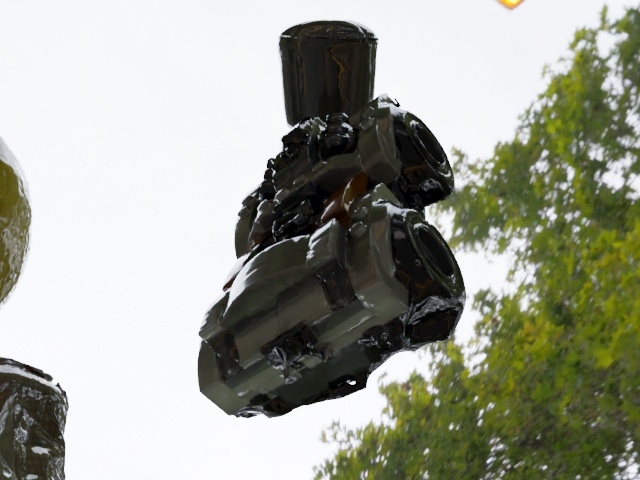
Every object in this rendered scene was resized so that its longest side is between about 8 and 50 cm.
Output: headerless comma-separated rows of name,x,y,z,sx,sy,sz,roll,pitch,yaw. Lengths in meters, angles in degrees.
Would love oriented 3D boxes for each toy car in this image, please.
toy car,-0.001,-0.002,0.639,0.193,0.118,0.301,-34,-153,26

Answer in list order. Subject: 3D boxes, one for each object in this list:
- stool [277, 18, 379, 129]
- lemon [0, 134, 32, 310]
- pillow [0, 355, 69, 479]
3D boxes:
stool,0.007,-0.153,0.809,0.096,0.096,0.110,1,-79,2
lemon,-0.395,-0.030,0.823,0.240,0.240,0.219,17,-116,8
pillow,-0.254,0.204,0.734,0.034,0.135,0.211,-22,-117,15
